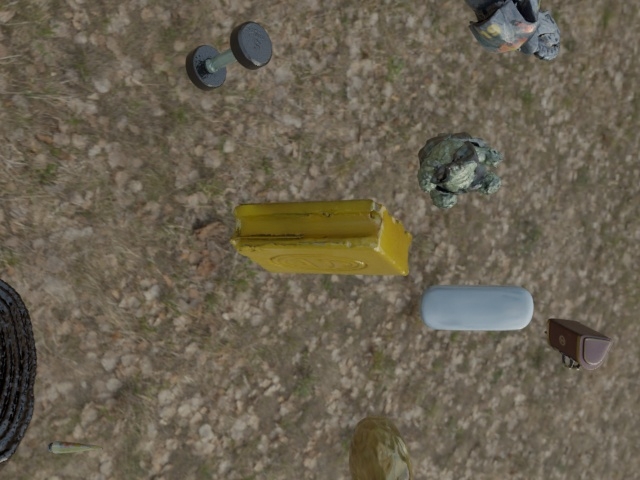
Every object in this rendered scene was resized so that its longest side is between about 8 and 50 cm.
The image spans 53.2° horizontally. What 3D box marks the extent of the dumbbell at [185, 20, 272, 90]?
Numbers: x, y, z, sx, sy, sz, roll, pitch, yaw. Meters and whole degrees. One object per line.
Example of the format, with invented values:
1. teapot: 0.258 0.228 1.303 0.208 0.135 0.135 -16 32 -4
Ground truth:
1. dumbbell: -0.203 -0.402 1.404 0.100 0.191 0.100 14 71 -46

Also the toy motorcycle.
1. toy motorcycle: 0.252 -0.386 0.922 0.173 0.108 0.307 -39 102 -36

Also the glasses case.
1. glasses case: 0.240 0.103 0.985 0.178 0.045 0.068 1 96 -7

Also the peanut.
1. peanut: 0.110 0.413 1.141 0.233 0.110 0.197 52 26 -76

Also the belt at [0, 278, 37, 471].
1. belt: -0.480 0.190 0.833 0.184 0.289 0.164 18 132 -34

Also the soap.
1. soap: -0.001 0.000 1.266 0.204 0.324 0.096 38 57 -57

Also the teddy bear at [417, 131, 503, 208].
1. teddy bear: 0.206 -0.123 0.978 0.213 0.133 0.111 23 49 -70

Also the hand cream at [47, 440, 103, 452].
1. hand cream: -0.454 0.382 1.181 0.035 0.102 0.022 51 37 -67

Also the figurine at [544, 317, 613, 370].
1. figurine: 0.540 0.227 1.374 0.082 0.154 0.098 6 97 -15
